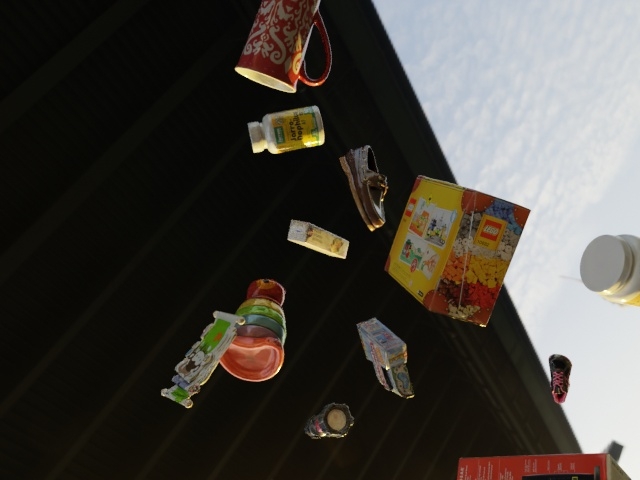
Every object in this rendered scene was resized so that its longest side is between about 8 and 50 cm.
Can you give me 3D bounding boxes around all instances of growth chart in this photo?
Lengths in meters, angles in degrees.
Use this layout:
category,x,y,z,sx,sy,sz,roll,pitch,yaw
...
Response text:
category,x,y,z,sx,sy,sz,roll,pitch,yaw
growth chart,-0.254,0.248,1.235,0.021,0.172,0.237,46,-122,-24

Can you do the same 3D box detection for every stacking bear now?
category,x,y,z,sx,sy,sz,roll,pitch,yaw
stacking bear,-0.164,0.216,1.549,0.289,0.176,0.164,-81,-7,-50

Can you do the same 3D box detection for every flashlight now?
category,x,y,z,sx,sy,sz,roll,pitch,yaw
flashlight,0.014,0.583,1.822,0.103,0.304,0.103,34,-118,-1

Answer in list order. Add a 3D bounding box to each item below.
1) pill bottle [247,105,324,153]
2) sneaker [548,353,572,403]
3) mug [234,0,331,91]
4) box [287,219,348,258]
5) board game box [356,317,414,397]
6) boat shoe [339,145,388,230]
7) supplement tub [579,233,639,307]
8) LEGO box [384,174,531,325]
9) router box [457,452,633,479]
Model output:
category,x,y,z,sx,sy,sz,roll,pitch,yaw
pill bottle,-0.102,-0.319,1.675,0.209,0.117,0.117,-12,-69,-6
sneaker,0.494,0.288,1.184,0.057,0.047,0.119,-54,-46,-47
mug,-0.056,-0.356,1.011,0.150,0.113,0.169,15,-84,-38
box,0.000,0.000,1.828,0.324,0.067,0.063,22,-102,-63
board game box,0.173,0.308,1.477,0.060,0.194,0.194,-17,-88,-13
boat shoe,0.093,-0.110,1.117,0.073,0.207,0.073,-24,-39,11
supplement tub,0.665,0.067,1.192,0.200,0.144,0.144,13,-89,-14
LEGO box,0.417,0.008,1.874,0.193,0.500,0.372,17,-82,-12
router box,0.489,0.540,1.146,0.335,0.301,0.082,44,-134,-28
